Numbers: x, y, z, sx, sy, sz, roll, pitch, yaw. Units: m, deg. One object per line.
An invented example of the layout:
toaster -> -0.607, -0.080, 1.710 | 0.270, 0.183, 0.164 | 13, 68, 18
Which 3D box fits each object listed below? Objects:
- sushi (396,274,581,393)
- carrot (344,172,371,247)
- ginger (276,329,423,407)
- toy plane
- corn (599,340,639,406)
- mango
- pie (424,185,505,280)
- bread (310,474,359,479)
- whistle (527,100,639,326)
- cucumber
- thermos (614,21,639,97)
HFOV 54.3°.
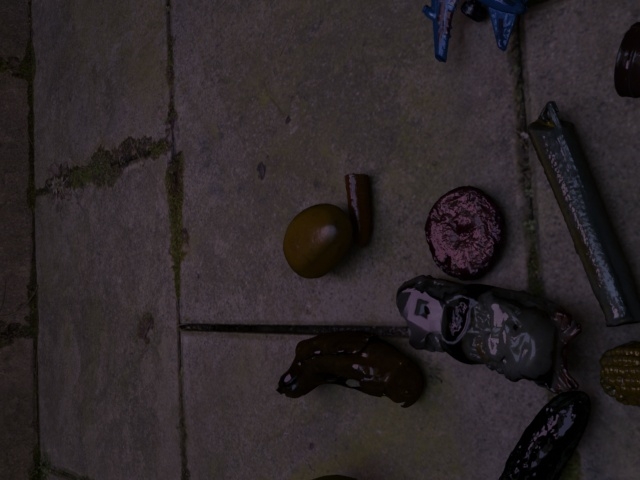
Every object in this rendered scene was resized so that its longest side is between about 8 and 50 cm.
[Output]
sushi -> 0.239, 0.127, 0.932 | 0.332, 0.129, 0.124 | 10, 100, 43
carrot -> 0.075, -0.056, 1.165 | 0.048, 0.048, 0.139 | -9, 85, 45
ginger -> 0.045, 0.229, 1.148 | 0.309, 0.107, 0.133 | -4, 103, 44
toy plane -> 0.227, -0.418, 0.973 | 0.271, 0.105, 0.254 | 52, 123, 34
corn -> 0.429, 0.166, 0.708 | 0.288, 0.086, 0.087 | 170, 99, -76
mango -> 0.000, 0.000, 1.187 | 0.195, 0.098, 0.138 | -19, 71, 56
pie -> 0.231, -0.012, 1.009 | 0.154, 0.036, 0.155 | -1, 89, 45
bread -> 0.020, 0.536, 1.056 | 0.148, 0.269, 0.270 | -31, 67, 34
whistle -> 0.363, -0.041, 0.859 | 0.068, 0.057, 0.327 | 90, 166, -74
cucumber -> 0.305, 0.341, 0.902 | 0.081, 0.072, 0.304 | 32, 111, 43
thermos -> 0.480, -0.204, 0.726 | 0.232, 0.099, 0.124 | 20, 65, 42
